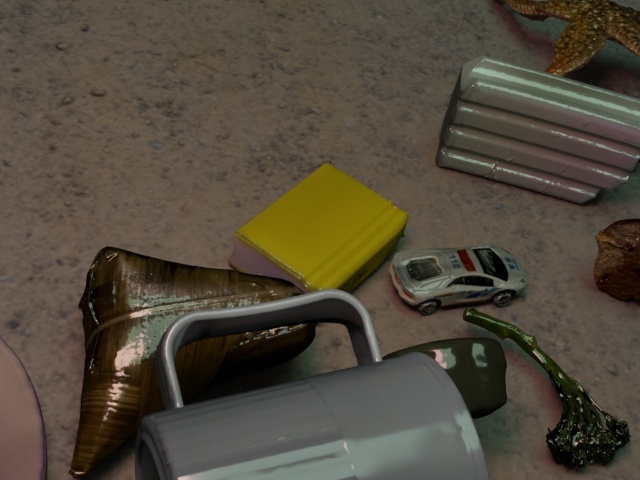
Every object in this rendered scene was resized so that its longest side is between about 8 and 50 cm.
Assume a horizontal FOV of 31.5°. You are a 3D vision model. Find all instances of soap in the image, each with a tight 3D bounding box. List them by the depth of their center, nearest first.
[{"bbox_3d":[0.336,-0.166,1.733,0.289,0.173,0.095,15,45,0],"label":"soap"}]

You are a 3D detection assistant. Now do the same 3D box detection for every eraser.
[{"bbox_3d":[-0.385,0.220,1.247,0.204,0.059,0.243,-27,49,-35],"label":"eraser"},{"bbox_3d":[0.000,0.000,1.561,0.158,0.069,0.226,36,49,17],"label":"eraser"}]

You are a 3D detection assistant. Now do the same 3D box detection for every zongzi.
[{"bbox_3d":[-0.151,0.158,1.333,0.286,0.134,0.288,7,52,-6],"label":"zongzi"}]

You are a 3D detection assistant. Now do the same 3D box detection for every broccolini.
[{"bbox_3d":[0.271,0.191,1.456,0.271,0.062,0.123,43,36,18],"label":"broccolini"}]

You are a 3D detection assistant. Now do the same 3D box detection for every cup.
[{"bbox_3d":[-0.020,0.238,1.164,0.311,0.331,0.257,-9,14,-19],"label":"cup"}]

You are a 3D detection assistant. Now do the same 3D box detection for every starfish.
[{"bbox_3d":[0.483,-0.326,1.935,0.398,0.132,0.384,18,36,-1],"label":"starfish"}]

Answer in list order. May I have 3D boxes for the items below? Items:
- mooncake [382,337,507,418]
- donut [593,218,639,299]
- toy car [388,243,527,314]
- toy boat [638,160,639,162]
[{"bbox_3d":[0.150,0.174,1.370,0.168,0.175,0.104,-20,77,16],"label":"mooncake"},{"bbox_3d":[0.531,0.050,1.627,0.295,0.112,0.151,26,44,9],"label":"donut"},{"bbox_3d":[0.194,0.046,1.579,0.205,0.056,0.095,-5,48,-18],"label":"toy car"},{"bbox_3d":[0.495,-0.176,1.871,0.066,0.059,0.140,-8,42,14],"label":"toy boat"}]
